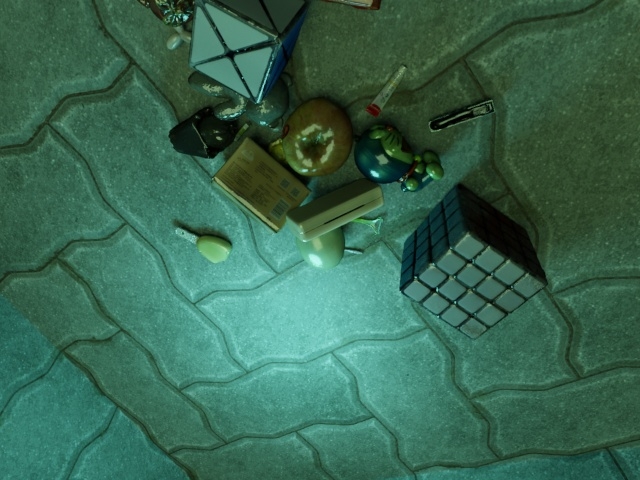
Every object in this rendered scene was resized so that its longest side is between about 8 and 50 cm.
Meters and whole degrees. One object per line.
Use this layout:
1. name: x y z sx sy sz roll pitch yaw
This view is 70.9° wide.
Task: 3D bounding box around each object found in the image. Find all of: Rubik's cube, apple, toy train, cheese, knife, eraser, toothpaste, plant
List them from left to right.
1. cheese: -0.509 0.013 1.941 0.256 0.050 0.127 27 125 -3
2. plant: -0.418 -0.384 1.616 0.256 0.142 0.164 -2 122 27
3. eraser: -0.284 -0.397 1.635 0.019 0.038 0.083 43 120 -9
4. Rubik's cube: -0.213 -0.613 1.317 0.255 0.259 0.260 27 144 -7
5. apple: -0.009 -0.345 1.516 0.261 0.194 0.260 4 122 7
6. knife: 0.159 -0.071 1.753 0.166 0.022 0.078 12 117 3
7. toothpaste: 0.219 -0.489 1.473 0.048 0.031 0.190 30 126 -11
8. toy train: 0.456 -0.405 1.461 0.208 0.047 0.043 -15 116 22
9. Rubik's cube: 0.513 0.073 1.575 0.344 0.344 0.337 34 122 -8

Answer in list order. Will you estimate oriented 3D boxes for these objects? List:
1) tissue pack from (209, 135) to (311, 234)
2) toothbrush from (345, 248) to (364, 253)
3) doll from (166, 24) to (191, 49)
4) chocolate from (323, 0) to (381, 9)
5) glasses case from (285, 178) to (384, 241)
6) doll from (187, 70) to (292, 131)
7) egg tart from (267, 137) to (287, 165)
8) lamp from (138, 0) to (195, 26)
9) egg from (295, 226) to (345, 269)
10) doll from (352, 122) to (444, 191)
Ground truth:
1. tissue pack: -0.230 -0.195 1.675 0.305 0.238 0.238 40 121 -14
2. toothbrush: 0.083 0.035 1.843 0.193 0.019 0.013 11 123 4
3. doll: -0.417 -0.679 1.474 0.161 0.059 0.160 25 125 -3
4. chocolate: 0.075 -0.791 1.266 0.235 0.108 0.237 15 125 5
5. glasses case: 0.052 -0.112 1.587 0.337 0.144 0.076 -25 118 -14
6. doll: -0.258 -0.508 1.508 0.341 0.158 0.245 19 89 3
7. egg tart: -0.142 -0.327 1.647 0.105 0.039 0.105 6 123 9
8. lamp: -0.459 -0.741 1.374 0.215 0.223 0.151 -23 134 14
9. egg: 0.000 0.000 1.736 0.187 0.186 0.253 -12 121 19
10. doll: 0.245 -0.267 1.507 0.322 0.198 0.186 31 121 -12
